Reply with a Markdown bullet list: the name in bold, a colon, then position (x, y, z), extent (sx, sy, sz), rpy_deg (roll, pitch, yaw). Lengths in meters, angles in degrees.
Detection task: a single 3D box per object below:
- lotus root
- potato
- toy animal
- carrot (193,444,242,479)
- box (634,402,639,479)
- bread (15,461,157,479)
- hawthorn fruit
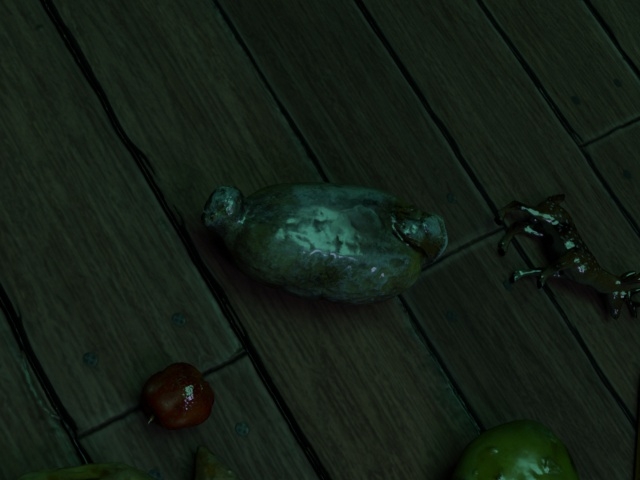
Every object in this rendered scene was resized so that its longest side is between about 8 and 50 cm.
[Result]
- **lotus root**: position (-0.001, 0.002, 1.439), extent (0.349, 0.175, 0.175), rpy_deg (8, 60, -20)
- **potato**: position (0.253, 0.360, 1.378), extent (0.186, 0.148, 0.253), rpy_deg (25, 55, 8)
- **toy animal**: position (0.422, 0.024, 1.692), extent (0.260, 0.087, 0.243), rpy_deg (-9, 70, -28)
- **carrot**: position (-0.103, 0.363, 1.232), extent (0.102, 0.102, 0.263), rpy_deg (-5, 61, -30)
- **box**: position (0.558, 0.343, 1.610), extent (0.152, 0.043, 0.269), rpy_deg (26, 55, -14)
- **bread**: position (-0.255, 0.351, 1.122), extent (0.244, 0.134, 0.244), rpy_deg (15, 55, -22)
- **hawthorn fruit**: position (-0.178, 0.197, 1.282), extent (0.093, 0.093, 0.093), rpy_deg (13, 58, -22)
